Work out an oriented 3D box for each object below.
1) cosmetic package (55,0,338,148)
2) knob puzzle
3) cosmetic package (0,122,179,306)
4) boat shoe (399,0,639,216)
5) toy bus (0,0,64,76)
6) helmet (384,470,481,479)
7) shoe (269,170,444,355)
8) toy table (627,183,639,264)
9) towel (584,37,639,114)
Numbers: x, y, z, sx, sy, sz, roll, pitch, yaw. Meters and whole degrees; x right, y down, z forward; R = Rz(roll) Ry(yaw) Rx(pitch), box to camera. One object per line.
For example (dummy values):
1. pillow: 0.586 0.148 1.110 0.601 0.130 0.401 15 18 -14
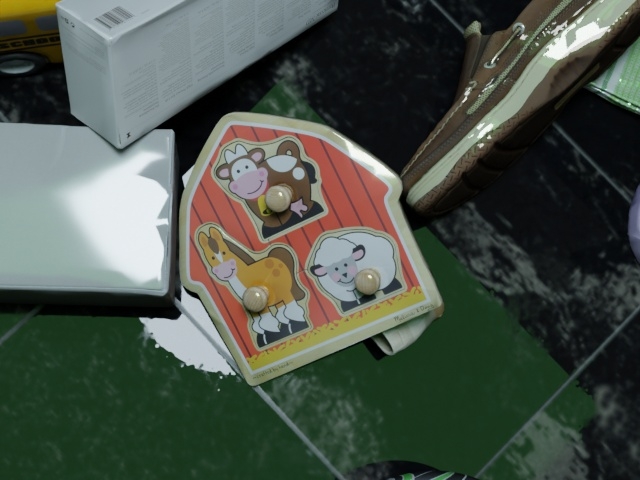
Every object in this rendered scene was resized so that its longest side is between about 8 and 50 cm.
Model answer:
1. cosmetic package: -0.080 -0.172 0.730 0.060 0.099 0.239 34 53 24
2. knob puzzle: -0.028 -0.004 0.727 0.213 0.030 0.213 4 105 16
3. cosmetic package: -0.224 -0.018 0.736 0.238 0.107 0.127 4 79 -7
4. boat shoe: 0.148 -0.131 0.793 0.257 0.095 0.095 -42 72 -3
5. toy bus: -0.307 -0.184 0.740 0.332 0.130 0.108 -9 81 -7
6. helmet: 0.074 0.239 0.685 0.169 0.161 0.169 1 80 -5
7. shoe: 0.000 0.000 0.764 0.219 0.076 0.058 43 73 1
8. toy table: 0.396 -0.043 0.766 0.274 0.161 0.252 -25 83 -8
9. towel: 0.261 -0.170 0.848 0.152 0.023 0.113 26 77 2
